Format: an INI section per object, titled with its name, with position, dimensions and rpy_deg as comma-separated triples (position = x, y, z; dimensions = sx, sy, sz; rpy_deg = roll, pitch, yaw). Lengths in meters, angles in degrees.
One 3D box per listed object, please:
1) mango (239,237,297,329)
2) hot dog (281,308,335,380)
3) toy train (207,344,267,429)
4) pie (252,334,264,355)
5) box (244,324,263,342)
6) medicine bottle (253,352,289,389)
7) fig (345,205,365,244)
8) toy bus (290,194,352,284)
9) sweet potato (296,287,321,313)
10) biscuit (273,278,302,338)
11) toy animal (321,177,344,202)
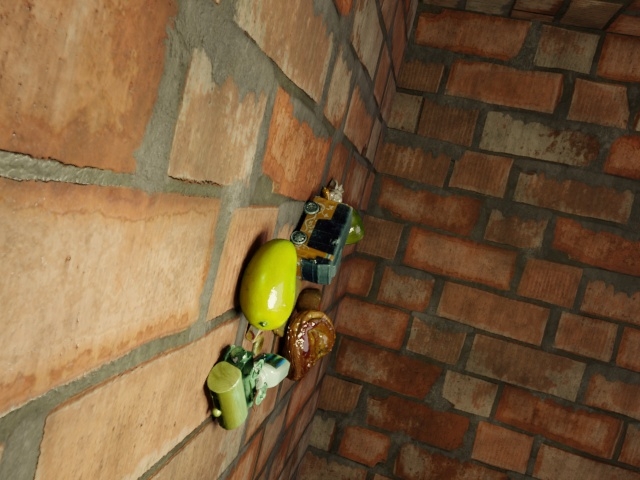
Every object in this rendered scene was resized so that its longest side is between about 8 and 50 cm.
[mango]
position = -0.153, 0.126, 1.432
dimensions = 0.185, 0.149, 0.272
rpy_deg = 10, 86, -64
[hot dog]
position = -0.061, 0.453, 2.108
dimensions = 0.267, 0.174, 0.387
rpy_deg = -42, 158, -36
[toy train]
position = -0.243, 0.443, 1.449
dimensions = 0.307, 0.126, 0.189
rpy_deg = 93, 16, -46
[pie]
position = -0.220, 0.370, 1.737
dimensions = 0.084, 0.020, 0.084
rpy_deg = 14, 90, -79
[box]
position = -0.180, 0.233, 1.577
dimensions = 0.207, 0.041, 0.050
rpy_deg = -63, 162, 15
[medicine bottle]
position = -0.194, 0.461, 1.720
dimensions = 0.229, 0.121, 0.083
rpy_deg = 9, 96, -78
[fig]
position = 0.104, -0.052, 2.533
dimensions = 0.235, 0.203, 0.203
rpy_deg = -30, 153, -14
[toy bus]
position = 0.000, 0.000, 1.899
dimensions = 0.162, 0.194, 0.323
rpy_deg = 90, 18, -55
[sweet potato]
position = -0.043, 0.273, 2.293
dimensions = 0.385, 0.109, 0.109
rpy_deg = -50, 153, -76
[biscuit]
position = -0.135, 0.272, 2.008
dimensions = 0.172, 0.029, 0.254
rpy_deg = 70, 36, -72
[toy animal]
position = 0.044, -0.198, 2.196
dimensions = 0.181, 0.131, 0.127
rpy_deg = -68, -160, -3
